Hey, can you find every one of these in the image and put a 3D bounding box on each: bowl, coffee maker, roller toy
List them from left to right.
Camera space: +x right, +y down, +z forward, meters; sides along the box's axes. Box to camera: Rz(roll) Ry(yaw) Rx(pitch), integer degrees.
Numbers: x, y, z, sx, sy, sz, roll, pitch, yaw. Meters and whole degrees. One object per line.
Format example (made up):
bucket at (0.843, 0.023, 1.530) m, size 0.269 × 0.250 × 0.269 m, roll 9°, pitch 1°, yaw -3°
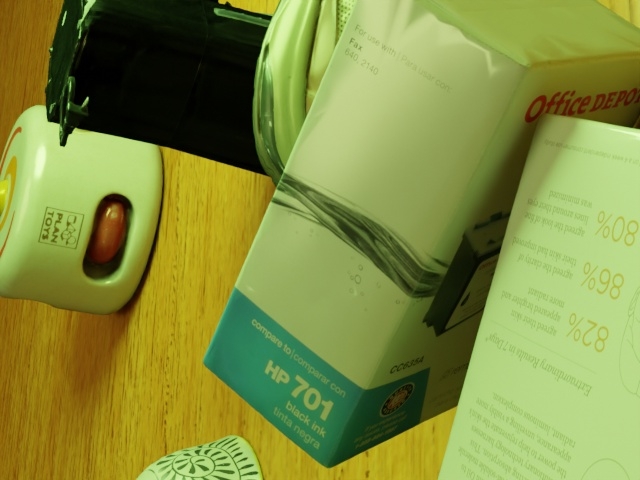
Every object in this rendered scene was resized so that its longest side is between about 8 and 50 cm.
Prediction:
roller toy at (-0.248, -0.031, 1.276) m, size 0.209 × 0.146 × 0.191 m, roll -49°, pitch 37°, yaw 49°
bowl at (-0.106, 0.215, 0.906) m, size 0.170 × 0.080 × 0.170 m, roll -169°, pitch 90°, yaw -67°
coffee maker at (-0.092, -0.105, 0.902) m, size 0.120 × 0.178 × 0.171 m, roll 129°, pitch 148°, yaw -51°

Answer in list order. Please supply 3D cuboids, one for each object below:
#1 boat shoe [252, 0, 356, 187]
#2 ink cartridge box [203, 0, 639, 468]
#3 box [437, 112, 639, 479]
boat shoe at (0.054, -0.168, 0.700) m, size 0.120 × 0.122 × 0.324 m, roll -1°, pitch 79°, yaw 36°
ink cartridge box at (0.049, -0.015, 0.556) m, size 0.082 × 0.140 × 0.190 m, roll 39°, pitch 120°, yaw 25°
box at (0.119, 0.055, 0.439) m, size 0.130 × 0.091 × 0.170 m, roll -151°, pitch 75°, yaw -66°
